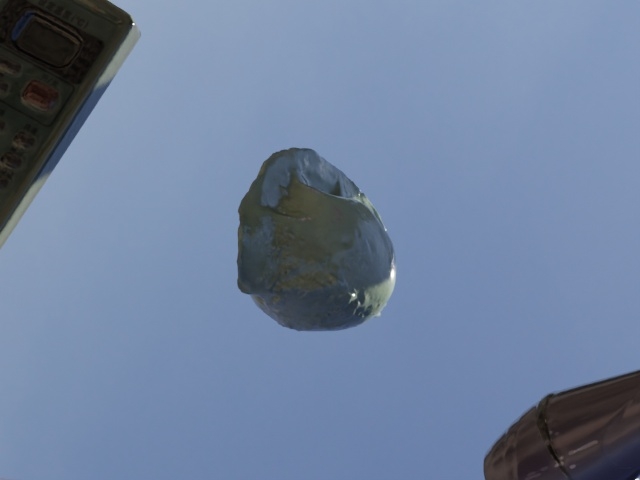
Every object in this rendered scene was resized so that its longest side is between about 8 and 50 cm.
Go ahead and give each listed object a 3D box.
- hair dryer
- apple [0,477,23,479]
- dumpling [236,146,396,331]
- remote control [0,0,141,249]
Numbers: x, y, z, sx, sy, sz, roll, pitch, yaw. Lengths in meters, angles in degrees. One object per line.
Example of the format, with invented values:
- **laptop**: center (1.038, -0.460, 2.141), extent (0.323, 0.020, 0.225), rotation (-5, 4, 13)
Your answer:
- **hair dryer**: center (0.374, 0.275, 1.394), extent (0.301, 0.361, 0.121), rotation (-31, -165, 29)
- **apple**: center (-0.276, 0.385, 1.228), extent (0.348, 0.277, 0.348), rotation (-4, 90, -90)
- **dumpling**: center (0.009, 0.010, 1.195), extent (0.108, 0.219, 0.152), rotation (25, -83, 34)
- **remote control**: center (-0.269, -0.089, 1.128), extent (0.285, 0.123, 0.038), rotation (-57, 166, -12)
